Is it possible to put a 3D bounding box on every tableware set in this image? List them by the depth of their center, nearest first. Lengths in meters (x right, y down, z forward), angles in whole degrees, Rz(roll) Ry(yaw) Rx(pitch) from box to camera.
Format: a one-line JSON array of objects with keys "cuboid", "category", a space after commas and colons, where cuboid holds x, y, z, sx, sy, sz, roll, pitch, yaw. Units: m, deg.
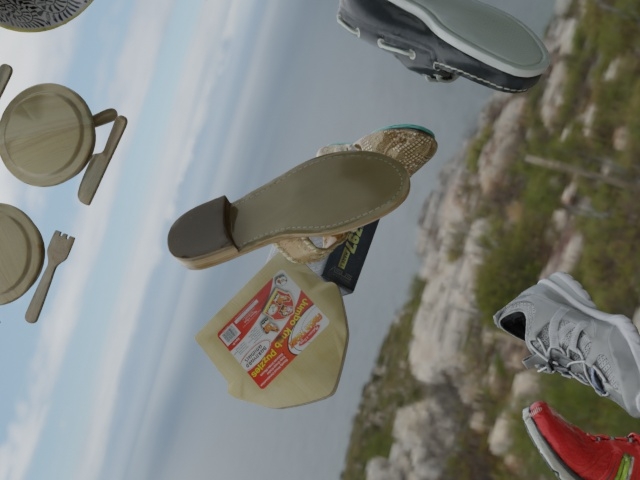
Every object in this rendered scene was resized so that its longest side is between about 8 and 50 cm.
[{"cuboid": [-0.246, -0.038, 0.896, 0.194, 0.128, 0.039, -66, -14, 2], "category": "tableware set"}]

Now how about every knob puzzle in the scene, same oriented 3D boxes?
[{"cuboid": [-0.042, 0.129, 1.339, 0.030, 0.213, 0.213, 42, -121, -59], "category": "knob puzzle"}]

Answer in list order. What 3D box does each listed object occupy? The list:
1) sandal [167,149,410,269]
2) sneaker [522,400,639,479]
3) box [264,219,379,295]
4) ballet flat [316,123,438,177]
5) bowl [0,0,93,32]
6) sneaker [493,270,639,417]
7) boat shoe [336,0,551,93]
[{"cuboid": [-0.021, -0.014, 1.008, 0.079, 0.240, 0.088, 54, -155, -53], "category": "sandal"}, {"cuboid": [0.373, 0.269, 1.319, 0.118, 0.279, 0.107, -52, 11, 18], "category": "sneaker"}, {"cuboid": [0.000, 0.000, 1.517, 0.233, 0.059, 0.183, -22, 44, 59], "category": "box"}, {"cuboid": [0.054, -0.076, 1.152, 0.206, 0.073, 0.067, -10, 55, 64], "category": "ballet flat"}, {"cuboid": [-0.228, -0.237, 0.753, 0.170, 0.080, 0.170, -28, -55, -49], "category": "bowl"}, {"cuboid": [0.296, 0.135, 1.235, 0.281, 0.115, 0.105, -128, 15, -68], "category": "sneaker"}, {"cuboid": [0.130, -0.229, 1.196, 0.302, 0.114, 0.091, 44, 135, 39], "category": "boat shoe"}]
